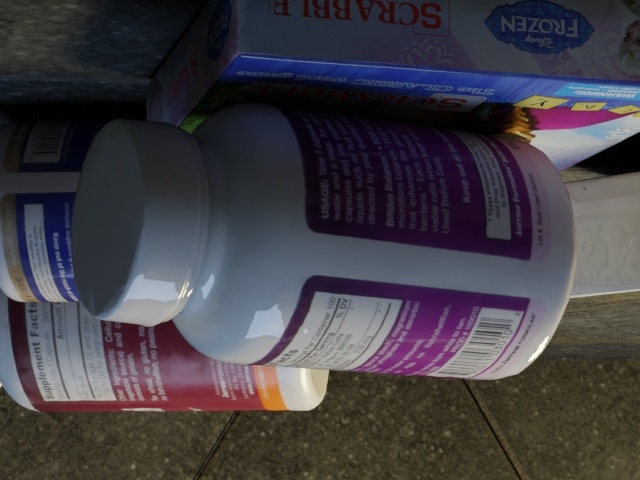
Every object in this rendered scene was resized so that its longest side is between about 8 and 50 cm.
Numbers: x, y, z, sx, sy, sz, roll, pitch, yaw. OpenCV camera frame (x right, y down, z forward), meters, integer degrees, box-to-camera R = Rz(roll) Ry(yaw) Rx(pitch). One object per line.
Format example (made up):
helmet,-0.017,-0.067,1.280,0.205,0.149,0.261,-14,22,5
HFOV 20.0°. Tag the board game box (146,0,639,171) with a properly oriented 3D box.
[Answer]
board game box,0.061,-0.105,1.256,0.319,0.066,0.318,3,170,-14

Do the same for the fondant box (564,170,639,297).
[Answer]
fondant box,0.282,-0.011,1.536,0.238,0.096,0.330,-8,178,40

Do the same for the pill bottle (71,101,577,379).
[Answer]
pill bottle,0.000,0.000,1.177,0.301,0.169,0.169,7,169,-27

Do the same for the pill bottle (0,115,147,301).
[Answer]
pill bottle,-0.129,-0.026,1.483,0.265,0.153,0.153,0,171,8

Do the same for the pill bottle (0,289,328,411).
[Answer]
pill bottle,-0.193,0.057,1.769,0.392,0.224,0.224,-1,171,8
